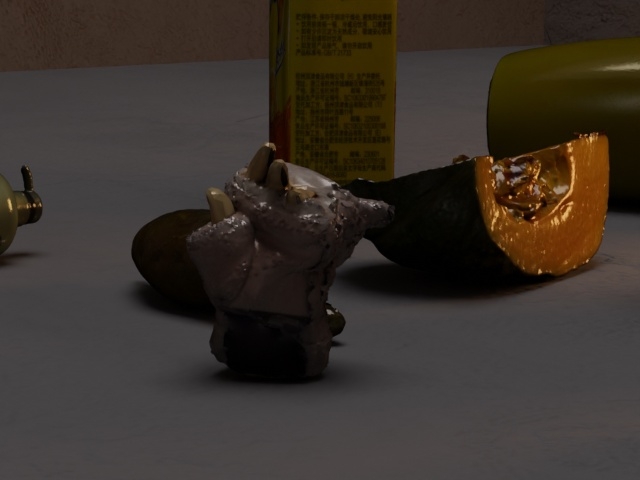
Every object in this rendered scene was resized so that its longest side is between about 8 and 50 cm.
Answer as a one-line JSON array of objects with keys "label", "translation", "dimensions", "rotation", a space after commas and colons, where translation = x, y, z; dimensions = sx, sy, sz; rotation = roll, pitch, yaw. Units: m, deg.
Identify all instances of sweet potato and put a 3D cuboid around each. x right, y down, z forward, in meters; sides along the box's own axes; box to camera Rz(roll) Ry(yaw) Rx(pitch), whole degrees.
[{"label": "sweet potato", "translation": [-0.075, 0.018, 1.384], "dimensions": [0.074, 0.075, 0.269], "rotation": [-6, 16, -35]}]

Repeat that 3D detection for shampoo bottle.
[{"label": "shampoo bottle", "translation": [-0.297, -0.020, 1.559], "dimensions": [0.162, 0.079, 0.079], "rotation": [-7, 13, -43]}]

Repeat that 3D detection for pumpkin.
[{"label": "pumpkin", "translation": [0.116, -0.015, 1.561], "dimensions": [0.163, 0.111, 0.278], "rotation": [-9, 3, 34]}]

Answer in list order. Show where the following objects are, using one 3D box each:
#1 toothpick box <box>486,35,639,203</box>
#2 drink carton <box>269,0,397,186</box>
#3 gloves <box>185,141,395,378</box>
[{"label": "toothpick box", "translation": [0.303, -0.122, 1.946], "dimensions": [0.271, 0.175, 0.175], "rotation": [1, 9, 21]}, {"label": "drink carton", "translation": [0.012, -0.204, 1.851], "dimensions": [0.111, 0.351, 0.154], "rotation": [0, 9, -9]}, {"label": "gloves", "translation": [-0.026, 0.014, 1.202], "dimensions": [0.110, 0.144, 0.094], "rotation": [25, 12, 6]}]
